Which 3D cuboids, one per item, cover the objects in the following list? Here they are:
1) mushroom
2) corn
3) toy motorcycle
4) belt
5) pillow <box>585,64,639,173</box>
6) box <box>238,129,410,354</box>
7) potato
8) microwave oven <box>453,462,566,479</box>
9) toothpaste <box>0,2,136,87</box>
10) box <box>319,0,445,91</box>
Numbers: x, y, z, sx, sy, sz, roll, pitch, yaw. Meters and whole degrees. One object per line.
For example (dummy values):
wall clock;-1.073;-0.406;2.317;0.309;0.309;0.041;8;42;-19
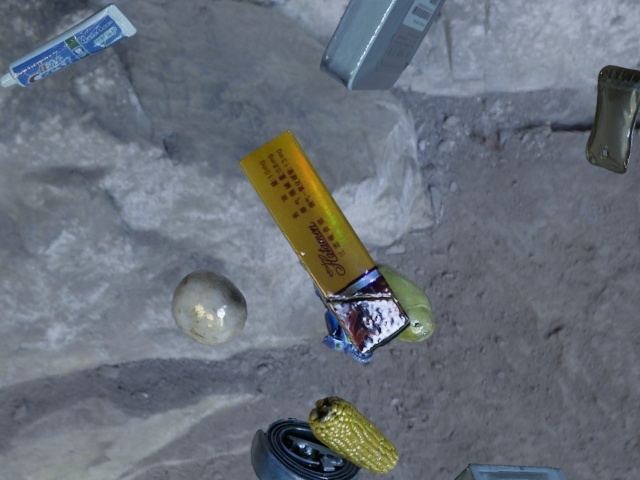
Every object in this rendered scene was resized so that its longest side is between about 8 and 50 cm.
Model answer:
mushroom;-0.231;0.140;1.509;0.166;0.166;0.127;12;22;16
corn;0.066;0.409;1.513;0.102;0.310;0.101;-17;50;22
toy motorcycle;0.049;0.193;1.831;0.136;0.092;0.254;-4;65;-28
belt;-0.040;0.518;1.675;0.268;0.116;0.206;23;23;17
pillow;0.618;-0.254;1.515;0.033;0.217;0.130;-9;25;-25
box;0.001;0.000;1.371;0.116;0.264;0.415;-32;97;-4
potato;0.194;0.164;1.886;0.143;0.169;0.248;-30;67;-30
microwave oven;0.181;0.353;0.807;0.162;0.208;0.122;12;38;-27
toothpaste;-0.336;-0.247;0.939;0.197;0.057;0.034;-23;58;11
box;0.168;-0.493;1.482;0.111;0.396;0.396;33;111;10
